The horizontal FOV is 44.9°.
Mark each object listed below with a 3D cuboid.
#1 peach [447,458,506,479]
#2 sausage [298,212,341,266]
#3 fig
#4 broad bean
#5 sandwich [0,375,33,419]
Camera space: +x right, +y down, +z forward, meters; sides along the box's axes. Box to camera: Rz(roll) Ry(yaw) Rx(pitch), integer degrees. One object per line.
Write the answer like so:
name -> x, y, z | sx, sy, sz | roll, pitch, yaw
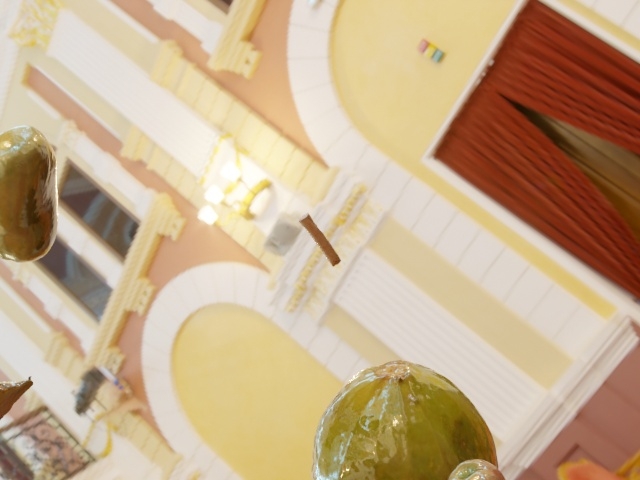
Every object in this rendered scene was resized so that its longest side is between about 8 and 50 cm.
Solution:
peach -> 0.207, 0.332, 1.021 | 0.083, 0.083, 0.083 | -46, -17, -18
sausage -> 0.000, 0.000, 1.491 | 0.026, 0.116, 0.026 | -34, 10, 7
fig -> 0.138, 0.362, 1.325 | 0.343, 0.343, 0.343 | -46, -17, -18
broad bean -> -0.352, -0.052, 0.925 | 0.124, 0.082, 0.174 | -91, 18, -58
sandwich -> -0.701, 0.339, 1.550 | 0.236, 0.128, 0.122 | 1, -2, -24
